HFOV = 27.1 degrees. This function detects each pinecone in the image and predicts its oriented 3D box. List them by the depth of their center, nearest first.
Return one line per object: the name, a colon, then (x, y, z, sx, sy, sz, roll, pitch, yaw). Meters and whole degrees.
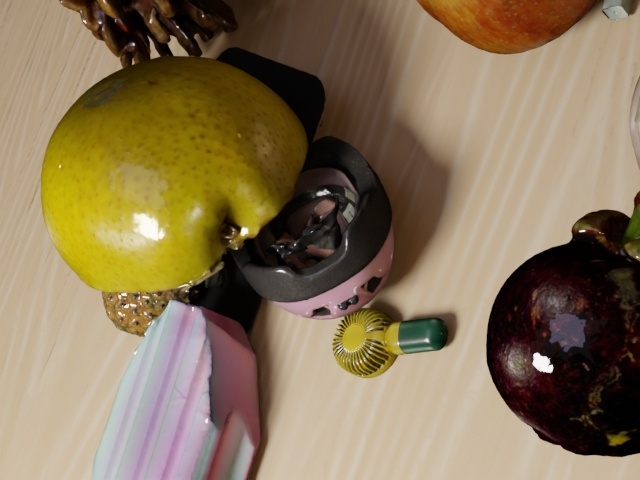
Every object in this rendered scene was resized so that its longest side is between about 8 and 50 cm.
pinecone: (-0.211, -0.437, 1.861, 0.384, 0.384, 0.384, -18, 60, 35)

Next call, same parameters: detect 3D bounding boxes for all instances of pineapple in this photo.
pineapple: (-0.177, 0.028, 1.738, 0.251, 0.125, 0.125, -34, 52, 29)

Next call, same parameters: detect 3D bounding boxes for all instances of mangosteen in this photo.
mangosteen: (0.277, 0.074, 1.262, 0.228, 0.228, 0.265, 27, 99, 44)

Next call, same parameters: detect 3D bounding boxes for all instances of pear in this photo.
pear: (-0.205, -0.116, 1.629, 0.340, 0.191, 0.386, -38, 32, -12)

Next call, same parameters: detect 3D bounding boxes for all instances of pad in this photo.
pad: (-0.124, -0.071, 1.824, 0.315, 0.063, 0.375, 27, 101, 43)

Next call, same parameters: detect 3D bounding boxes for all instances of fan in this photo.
fan: (0.080, 0.113, 1.551, 0.155, 0.039, 0.082, -11, 64, 37)

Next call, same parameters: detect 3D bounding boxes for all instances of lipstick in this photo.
lipstick: (0.345, -0.304, 1.517, 0.025, 0.025, 0.107, -3, 64, 39)

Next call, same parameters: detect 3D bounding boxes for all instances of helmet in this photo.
helmet: (0.000, 0.000, 1.597, 0.198, 0.154, 0.253, -31, 22, 4)

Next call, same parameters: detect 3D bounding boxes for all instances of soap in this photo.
soap: (-0.175, 0.244, 1.662, 0.193, 0.109, 0.324, 10, 80, 42)

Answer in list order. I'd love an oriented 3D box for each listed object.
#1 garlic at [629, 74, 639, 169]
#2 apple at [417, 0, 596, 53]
garlic: (0.417, -0.114, 1.313, 0.292, 0.210, 0.237, -38, 85, 17)
apple: (0.201, -0.378, 1.510, 0.277, 0.250, 0.309, -14, 61, 44)
